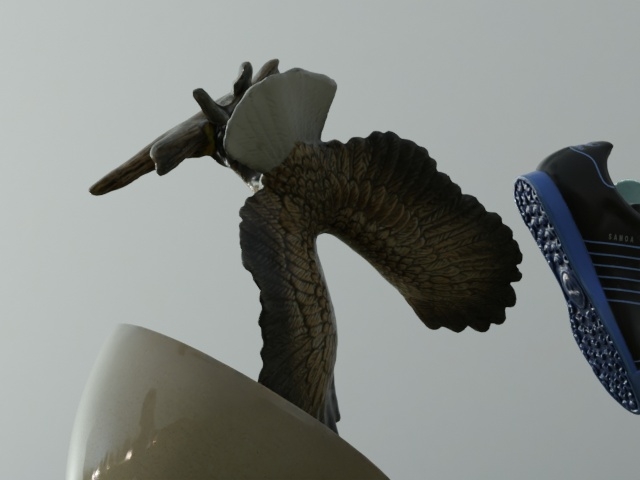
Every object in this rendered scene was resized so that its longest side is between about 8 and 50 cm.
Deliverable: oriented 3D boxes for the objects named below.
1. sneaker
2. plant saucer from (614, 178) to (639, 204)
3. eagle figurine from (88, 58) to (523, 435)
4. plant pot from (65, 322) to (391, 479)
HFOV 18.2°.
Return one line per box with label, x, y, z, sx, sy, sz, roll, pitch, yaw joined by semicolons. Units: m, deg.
sneaker;0.247;0.029;1.666;0.090;0.232;0.081;-28;12;-15
plant saucer;0.339;0.031;2.042;0.037;0.195;0.195;-7;-9;-20
eagle figurine;0.003;-0.001;1.613;0.226;0.298;0.225;-39;-6;30
plant pot;-0.101;0.224;1.646;0.284;0.191;0.284;29;-15;9
